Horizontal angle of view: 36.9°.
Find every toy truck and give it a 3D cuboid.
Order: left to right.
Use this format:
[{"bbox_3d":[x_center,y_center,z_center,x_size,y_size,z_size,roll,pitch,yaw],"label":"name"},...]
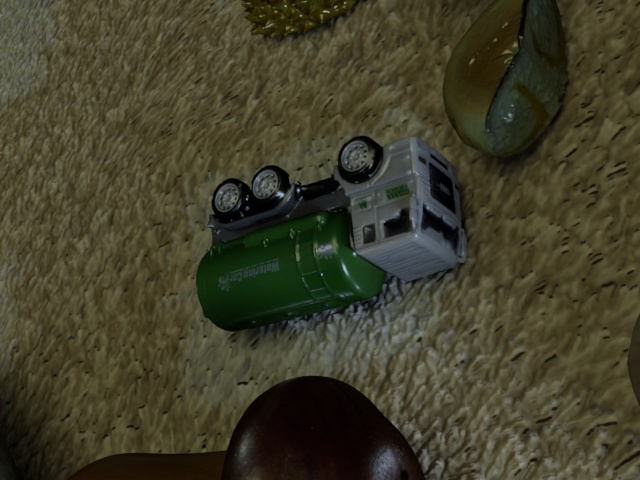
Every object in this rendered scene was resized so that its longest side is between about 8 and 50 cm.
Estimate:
[{"bbox_3d":[0.000,0.000,0.827,0.243,0.101,0.124,-18,61,29],"label":"toy truck"}]

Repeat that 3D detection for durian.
[{"bbox_3d":[-0.008,-0.310,1.014,0.183,0.165,0.132,-14,13,2],"label":"durian"}]

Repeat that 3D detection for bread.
[{"bbox_3d":[0.149,-0.135,0.807,0.094,0.083,0.157,-10,58,33],"label":"bread"}]

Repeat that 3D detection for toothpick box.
[{"bbox_3d":[-0.064,0.213,0.699,0.294,0.192,0.192,-21,55,31],"label":"toothpick box"}]

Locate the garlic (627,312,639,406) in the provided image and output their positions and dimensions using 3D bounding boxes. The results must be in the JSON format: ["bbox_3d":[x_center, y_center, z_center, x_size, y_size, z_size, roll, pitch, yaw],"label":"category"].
[{"bbox_3d":[0.308,0.066,0.480,0.322,0.241,0.322,-43,25,25],"label":"garlic"}]

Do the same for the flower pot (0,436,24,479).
[{"bbox_3d":[-0.399,0.261,0.849,0.330,0.293,0.293,37,89,34],"label":"flower pot"}]
